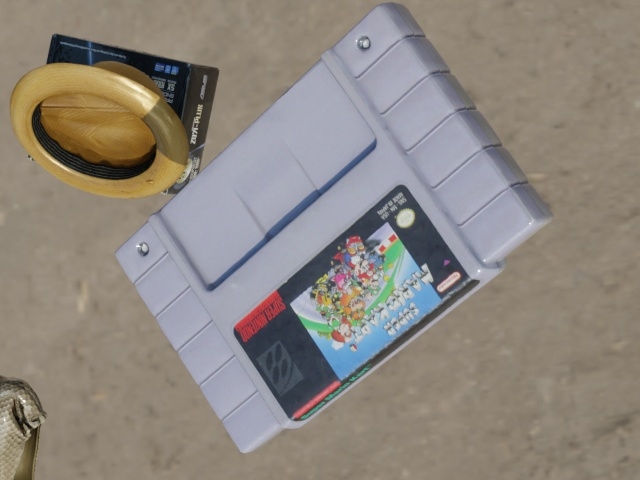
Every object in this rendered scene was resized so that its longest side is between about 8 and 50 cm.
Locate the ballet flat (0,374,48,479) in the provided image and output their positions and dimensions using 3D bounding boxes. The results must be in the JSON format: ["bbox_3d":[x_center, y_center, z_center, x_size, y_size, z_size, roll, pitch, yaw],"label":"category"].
[{"bbox_3d":[-0.305,0.241,1.600,0.058,0.084,0.250,13,123,8],"label":"ballet flat"}]

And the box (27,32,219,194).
[{"bbox_3d":[-0.220,-0.141,1.774,0.180,0.077,0.147,15,97,19],"label":"box"}]

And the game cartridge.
[{"bbox_3d":[0.000,0.000,1.332,0.355,0.068,0.230,-41,72,28],"label":"game cartridge"}]

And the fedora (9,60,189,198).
[{"bbox_3d":[-0.222,-0.129,1.643,0.194,0.194,0.079,-37,24,41],"label":"fedora"}]
